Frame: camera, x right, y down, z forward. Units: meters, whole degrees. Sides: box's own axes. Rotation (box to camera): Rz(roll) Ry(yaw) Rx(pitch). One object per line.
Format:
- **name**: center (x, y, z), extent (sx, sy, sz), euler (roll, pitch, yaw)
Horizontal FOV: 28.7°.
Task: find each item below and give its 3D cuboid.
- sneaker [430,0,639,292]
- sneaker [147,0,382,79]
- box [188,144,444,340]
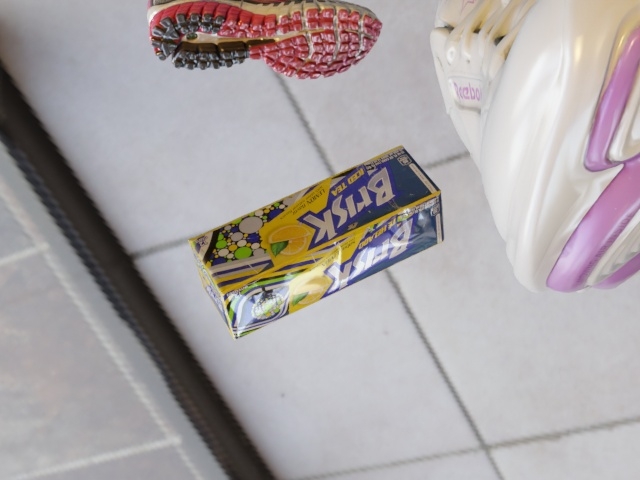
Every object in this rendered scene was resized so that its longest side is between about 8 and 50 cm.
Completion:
- **sneaker**: center (0.086, -0.058, 0.486), extent (0.114, 0.305, 0.152), euler (-39, 78, 3)
- **sneaker**: center (-0.066, -0.284, 1.565), extent (0.299, 0.112, 0.121), euler (4, 141, -18)
- **box**: center (0.000, 0.000, 0.867), extent (0.169, 0.059, 0.054), euler (-25, 140, -13)
